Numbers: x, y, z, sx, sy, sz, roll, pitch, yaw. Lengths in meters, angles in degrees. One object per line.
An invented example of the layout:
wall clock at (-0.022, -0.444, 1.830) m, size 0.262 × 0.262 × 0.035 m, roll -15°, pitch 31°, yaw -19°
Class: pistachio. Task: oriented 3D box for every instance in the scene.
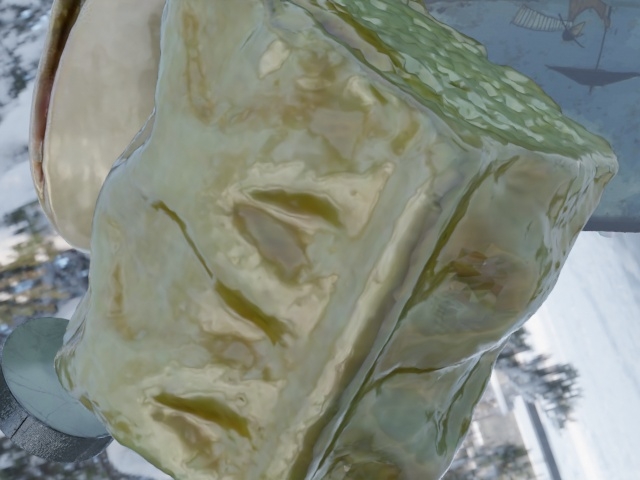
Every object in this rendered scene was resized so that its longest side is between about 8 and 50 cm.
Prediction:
pistachio at (-0.200, -0.139, 0.891) m, size 0.214 × 0.193 × 0.318 m, roll -20°, pitch -60°, yaw -53°

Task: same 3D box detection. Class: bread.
bread at (0.005, 0.001, 0.449) m, size 0.238 × 0.252 × 0.196 m, roll 38°, pitch -157°, yaw 8°

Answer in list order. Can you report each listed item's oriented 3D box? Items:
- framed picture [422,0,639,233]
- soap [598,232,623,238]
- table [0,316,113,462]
framed picture at (0.154, -0.170, 0.573) m, size 0.016 × 0.265 × 0.347 m, roll -120°, pitch 35°, yaw -67°
soap at (0.278, -0.137, 0.945) m, size 0.347 × 0.115 × 0.208 m, roll 40°, pitch -118°, yaw -62°
table at (-0.233, 0.134, 0.801) m, size 0.133 × 0.043 × 0.133 m, roll 31°, pitch -151°, yaw -19°
